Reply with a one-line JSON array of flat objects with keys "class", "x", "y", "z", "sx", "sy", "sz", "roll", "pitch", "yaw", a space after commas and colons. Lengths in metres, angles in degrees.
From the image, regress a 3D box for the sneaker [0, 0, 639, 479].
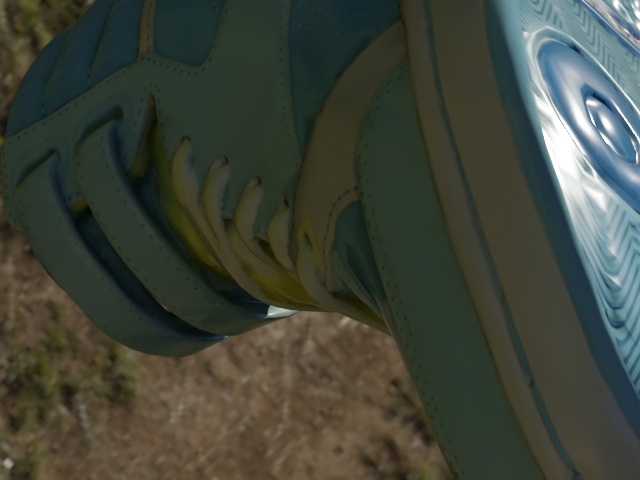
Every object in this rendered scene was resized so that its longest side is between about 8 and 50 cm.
[{"class": "sneaker", "x": 0.000, "y": 0.000, "z": 0.453, "sx": 0.127, "sy": 0.208, "sz": 0.319, "roll": 39, "pitch": 25, "yaw": -30}]
